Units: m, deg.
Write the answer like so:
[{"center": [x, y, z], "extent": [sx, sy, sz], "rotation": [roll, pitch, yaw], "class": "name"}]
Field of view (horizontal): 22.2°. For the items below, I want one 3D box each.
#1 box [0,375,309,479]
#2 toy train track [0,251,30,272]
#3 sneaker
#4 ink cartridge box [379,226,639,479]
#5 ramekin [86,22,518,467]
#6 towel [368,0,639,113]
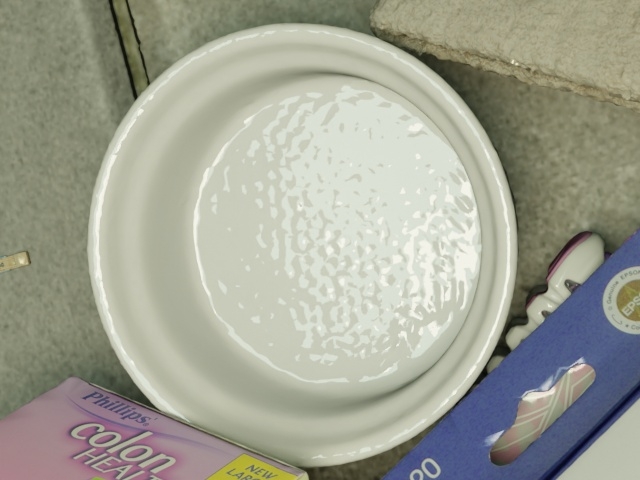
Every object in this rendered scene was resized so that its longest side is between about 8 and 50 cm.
[{"center": [-0.107, 0.240, 1.034], "extent": [0.213, 0.117, 0.243], "rotation": [17, 126, 39], "class": "box"}, {"center": [-0.254, 0.023, 1.199], "extent": [0.083, 0.014, 0.048], "rotation": [-14, 90, 14], "class": "toy train track"}, {"center": [0.145, 0.114, 1.064], "extent": [0.104, 0.095, 0.236], "rotation": [34, 100, 3], "class": "sneaker"}, {"center": [0.200, 0.175, 0.908], "extent": [0.324, 0.071, 0.330], "rotation": [-45, 65, 0], "class": "ink cartridge box"}, {"center": [0.000, 0.000, 1.069], "extent": [0.277, 0.135, 0.277], "rotation": [1, 94, 15], "class": "ramekin"}, {"center": [0.169, -0.171, 0.959], "extent": [0.282, 0.049, 0.187], "rotation": [21, 75, 41], "class": "towel"}]
